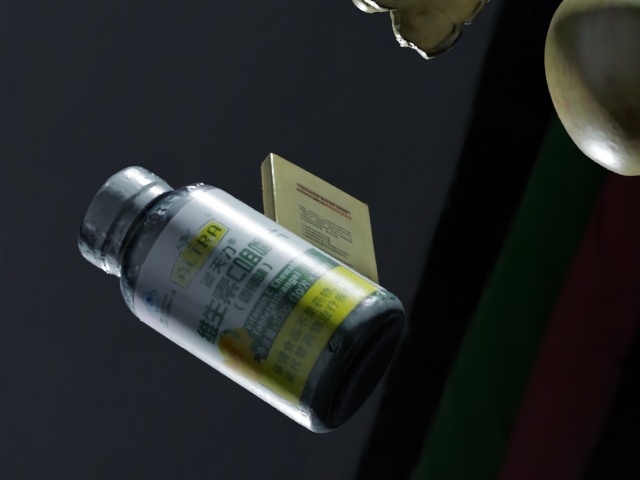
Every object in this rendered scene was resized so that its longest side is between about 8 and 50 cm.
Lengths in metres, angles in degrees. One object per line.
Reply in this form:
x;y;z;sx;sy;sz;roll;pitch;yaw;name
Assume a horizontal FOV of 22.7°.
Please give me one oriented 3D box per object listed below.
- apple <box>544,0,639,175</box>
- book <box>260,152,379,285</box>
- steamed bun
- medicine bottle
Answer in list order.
0.396;-0.201;1.895;0.257;0.257;0.234;-149;-134;-72;apple
0.000;0.000;1.952;0.026;0.161;0.231;-47;-152;29;book
0.131;-0.350;2.034;0.192;0.177;0.106;-51;-155;10;steamed bun
-0.078;0.043;1.438;0.141;0.293;0.141;-48;157;-28;medicine bottle
